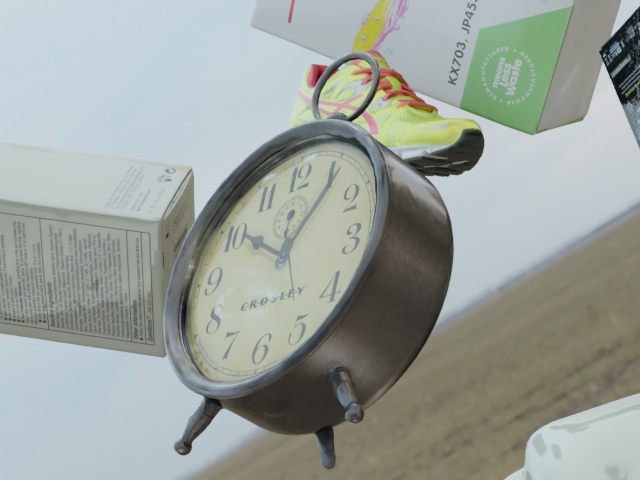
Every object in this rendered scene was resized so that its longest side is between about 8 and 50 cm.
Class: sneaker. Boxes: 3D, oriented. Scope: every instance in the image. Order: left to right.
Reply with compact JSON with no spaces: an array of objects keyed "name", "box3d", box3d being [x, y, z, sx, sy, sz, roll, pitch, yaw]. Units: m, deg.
[{"name":"sneaker","box3d":[0.043,-0.100,1.176,0.081,0.094,0.208,8,2,-42]}]

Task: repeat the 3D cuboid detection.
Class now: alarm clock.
[{"name":"alarm clock","box3d":[0.000,0.000,0.657,0.129,0.192,0.064,-16,-36,43]}]

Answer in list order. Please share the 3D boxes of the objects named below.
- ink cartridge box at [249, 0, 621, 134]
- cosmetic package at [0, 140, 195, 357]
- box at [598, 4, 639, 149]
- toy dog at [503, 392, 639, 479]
[{"name":"ink cartridge box","box3d":[0.072,-0.245,1.285,0.119,0.353,0.207,-21,-51,-56]},{"name":"cosmetic package","box3d":[-0.281,0.000,1.456,0.309,0.160,0.113,9,33,9]},{"name":"box","box3d":[0.284,-0.112,1.071,0.077,0.147,0.180,-17,-12,-14]},{"name":"toy dog","box3d":[0.315,0.240,0.908,0.395,0.408,0.284,-24,-28,-7]}]
